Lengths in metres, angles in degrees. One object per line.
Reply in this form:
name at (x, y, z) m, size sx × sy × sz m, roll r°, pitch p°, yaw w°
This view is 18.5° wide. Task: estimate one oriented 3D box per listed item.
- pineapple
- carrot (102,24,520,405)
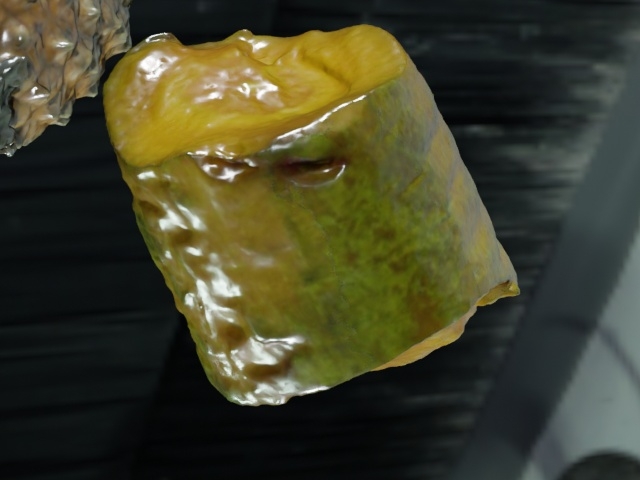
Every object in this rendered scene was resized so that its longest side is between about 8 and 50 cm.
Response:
pineapple at (-0.207, -0.085, 1.027) m, size 0.340 × 0.169 × 0.169 m, roll -66°, pitch -8°, yaw -61°
carrot at (0.000, 0.000, 1.444) m, size 0.241 × 0.241 × 0.340 m, roll 22°, pitch 142°, yaw 59°
